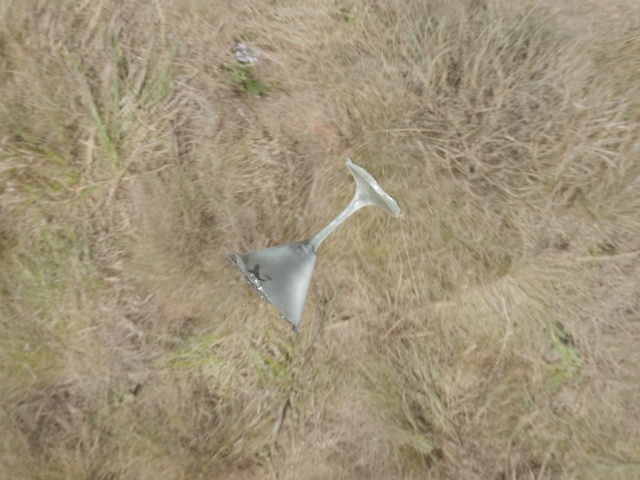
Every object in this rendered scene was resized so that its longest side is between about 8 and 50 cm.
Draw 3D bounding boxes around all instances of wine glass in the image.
[{"bbox_3d":[0.000,0.000,0.912,0.183,0.122,0.122,-41,93,-1],"label":"wine glass"}]
